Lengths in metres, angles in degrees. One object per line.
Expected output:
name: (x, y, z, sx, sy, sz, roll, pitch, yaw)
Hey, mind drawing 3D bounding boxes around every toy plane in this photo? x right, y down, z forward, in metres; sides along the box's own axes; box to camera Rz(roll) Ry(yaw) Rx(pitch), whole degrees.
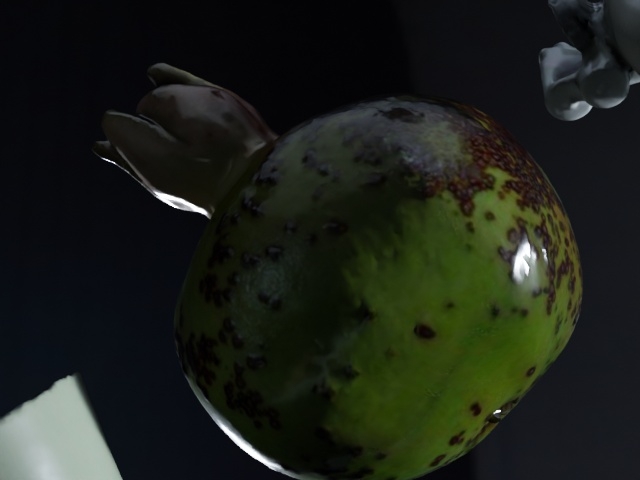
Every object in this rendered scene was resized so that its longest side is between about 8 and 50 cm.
toy plane: (0.235, -0.166, 1.215, 0.118, 0.252, 0.252, 44, 139, -21)

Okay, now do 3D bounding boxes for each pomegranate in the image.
pomegranate: (0.000, 0.000, 1.295, 0.341, 0.285, 0.285, 42, 161, 11)

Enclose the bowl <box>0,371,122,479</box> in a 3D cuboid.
bowl: (-0.206, 0.185, 1.195, 0.211, 0.112, 0.211, -34, 176, -3)
